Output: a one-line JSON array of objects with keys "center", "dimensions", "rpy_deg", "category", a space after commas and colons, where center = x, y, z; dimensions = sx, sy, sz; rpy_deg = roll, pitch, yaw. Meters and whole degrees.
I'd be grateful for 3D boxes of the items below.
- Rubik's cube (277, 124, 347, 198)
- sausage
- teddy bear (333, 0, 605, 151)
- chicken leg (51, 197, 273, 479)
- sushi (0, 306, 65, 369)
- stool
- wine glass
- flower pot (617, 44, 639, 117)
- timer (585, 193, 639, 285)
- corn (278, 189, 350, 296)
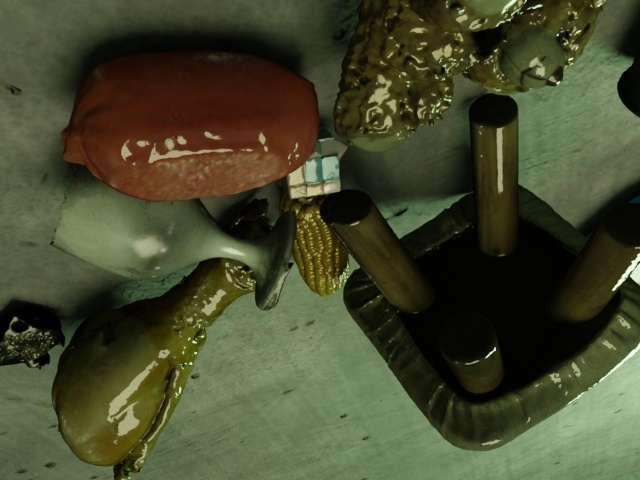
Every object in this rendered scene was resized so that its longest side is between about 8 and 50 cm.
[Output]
[{"center": [-0.018, -0.094, 0.912], "dimensions": [0.075, 0.084, 0.073], "rpy_deg": [-20, 122, -28], "category": "Rubik's cube"}, {"center": [-0.117, -0.112, 0.782], "dimensions": [0.254, 0.148, 0.148], "rpy_deg": [-6, 144, -16], "category": "sausage"}, {"center": [0.151, -0.199, 0.767], "dimensions": [0.256, 0.156, 0.267], "rpy_deg": [1, 151, -30], "category": "teddy bear"}, {"center": [-0.188, 0.118, 1.040], "dimensions": [0.429, 0.201, 0.152], "rpy_deg": [-45, 142, 13], "category": "chicken leg"}, {"center": [-0.381, 0.124, 1.063], "dimensions": [0.084, 0.056, 0.083], "rpy_deg": [20, 123, -42], "category": "sushi"}, {"center": [0.198, 0.029, 0.947], "dimensions": [0.310, 0.310, 0.226], "rpy_deg": [-32, 145, -12], "category": "stool"}, {"center": [-0.153, -0.010, 0.867], "dimensions": [0.241, 0.126, 0.126], "rpy_deg": [18, 135, -16], "category": "wine glass"}, {"center": [0.419, -0.203, 0.907], "dimensions": [0.157, 0.157, 0.107], "rpy_deg": [-13, 132, -9], "category": "flower pot"}, {"center": [0.553, 0.037, 1.326], "dimensions": [0.340, 0.115, 0.309], "rpy_deg": [9, 138, -35], "category": "timer"}, {"center": [0.000, 0.000, 1.045], "dimensions": [0.080, 0.080, 0.231], "rpy_deg": [-17, 146, -2], "category": "corn"}]
